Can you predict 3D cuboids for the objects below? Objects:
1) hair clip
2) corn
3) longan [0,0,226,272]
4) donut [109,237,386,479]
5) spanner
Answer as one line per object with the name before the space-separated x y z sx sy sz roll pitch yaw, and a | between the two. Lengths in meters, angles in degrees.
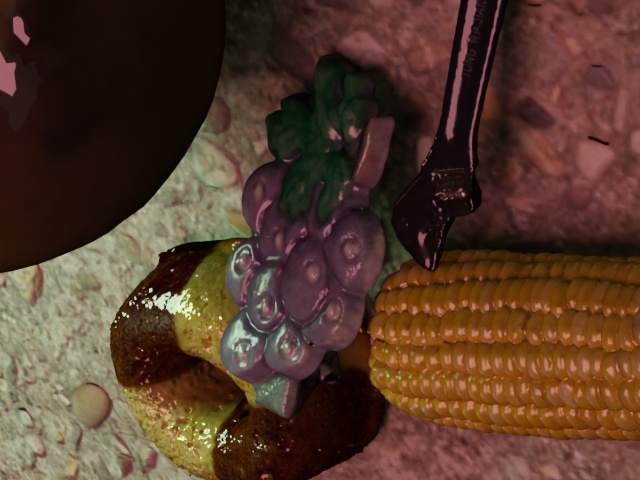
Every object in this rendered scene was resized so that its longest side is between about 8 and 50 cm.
hair clip | 0.001 0.000 0.894 0.124 0.052 0.195 20 104 49
corn | 0.130 0.051 0.809 0.244 0.093 0.093 2 116 42
longan | -0.198 -0.136 0.839 0.319 0.319 0.319 23 129 31
donut | -0.051 0.080 1.014 0.184 0.073 0.166 12 125 40
spanner | 0.069 -0.082 0.801 0.046 0.012 0.208 23 114 31
